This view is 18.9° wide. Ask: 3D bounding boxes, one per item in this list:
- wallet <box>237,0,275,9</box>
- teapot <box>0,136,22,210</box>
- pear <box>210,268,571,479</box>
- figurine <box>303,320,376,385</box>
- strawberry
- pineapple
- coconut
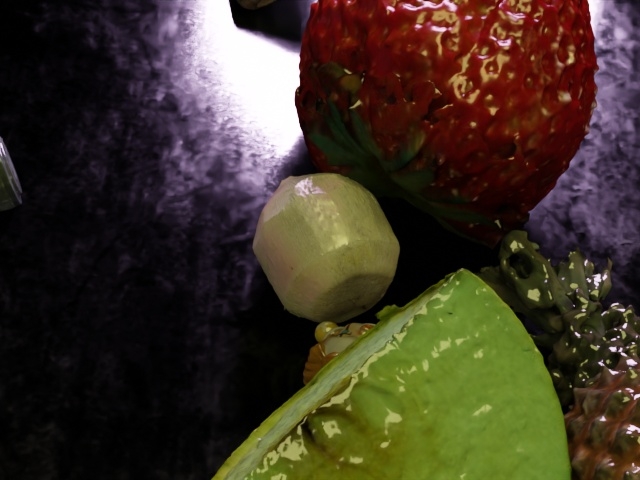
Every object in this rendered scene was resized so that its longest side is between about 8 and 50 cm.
[{"bbox_3d":[-0.035,-0.287,1.758,0.118,0.039,0.152,-23,50,16],"label":"wallet"},{"bbox_3d":[-0.275,-0.056,1.539,0.057,0.066,0.088,-20,34,-5],"label":"teapot"},{"bbox_3d":[0.059,0.198,1.348,0.288,0.139,0.239,-43,90,-18],"label":"pear"},{"bbox_3d":[0.043,0.088,1.482,0.101,0.068,0.143,5,28,17],"label":"figurine"},{"bbox_3d":[0.115,-0.158,1.570,0.250,0.238,0.288,30,73,1],"label":"strawberry"},{"bbox_3d":[0.224,0.127,1.425,0.175,0.175,0.361,-11,49,-19],"label":"pineapple"},{"bbox_3d":[0.000,0.000,1.521,0.110,0.110,0.124,-14,58,-21],"label":"coconut"}]
